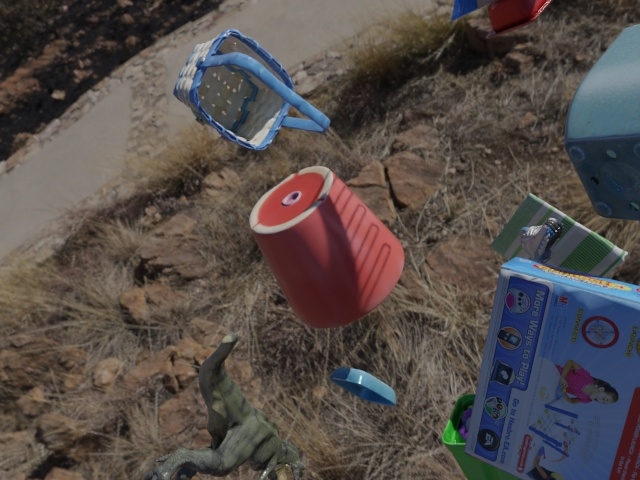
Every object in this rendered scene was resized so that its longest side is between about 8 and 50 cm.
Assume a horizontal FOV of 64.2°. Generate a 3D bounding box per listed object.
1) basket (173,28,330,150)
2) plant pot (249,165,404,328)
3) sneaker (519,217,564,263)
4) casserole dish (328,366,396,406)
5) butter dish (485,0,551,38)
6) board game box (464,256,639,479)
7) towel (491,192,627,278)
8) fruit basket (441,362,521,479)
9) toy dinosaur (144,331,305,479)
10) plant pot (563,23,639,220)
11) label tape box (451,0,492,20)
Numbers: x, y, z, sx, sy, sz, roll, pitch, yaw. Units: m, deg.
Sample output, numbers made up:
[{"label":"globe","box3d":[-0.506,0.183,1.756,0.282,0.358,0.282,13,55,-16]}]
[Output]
[{"label":"basket","box3d":[-0.146,-0.302,1.062,0.289,0.254,0.201,13,78,46]},{"label":"plant pot","box3d":[0.000,0.000,1.049,0.274,0.243,0.275,-25,33,17]},{"label":"sneaker","box3d":[0.485,-0.005,1.150,0.071,0.191,0.083,-39,63,-7]},{"label":"casserole dish","box3d":[0.102,0.338,1.186,0.114,0.188,0.037,-4,55,44]},{"label":"butter dish","box3d":[0.473,-0.589,1.234,0.160,0.118,0.160,-47,23,-16]},{"label":"board game box","box3d":[0.379,0.208,0.698,0.301,0.086,0.308,16,108,33]},{"label":"towel","box3d":[0.723,0.029,1.576,0.324,0.248,0.038,35,45,13]},{"label":"fruit basket","box3d":[0.501,0.414,1.285,0.392,0.392,0.283,4,16,26]},{"label":"toy dinosaur","box3d":[-0.088,0.183,0.448,0.118,0.268,0.064,-34,48,-18]},{"label":"plant pot","box3d":[0.511,-0.157,0.734,0.252,0.248,0.247,-41,19,-13]},{"label":"label tape box","box3d":[0.423,-0.681,1.125,0.347,0.115,0.249,-12,56,45]}]
